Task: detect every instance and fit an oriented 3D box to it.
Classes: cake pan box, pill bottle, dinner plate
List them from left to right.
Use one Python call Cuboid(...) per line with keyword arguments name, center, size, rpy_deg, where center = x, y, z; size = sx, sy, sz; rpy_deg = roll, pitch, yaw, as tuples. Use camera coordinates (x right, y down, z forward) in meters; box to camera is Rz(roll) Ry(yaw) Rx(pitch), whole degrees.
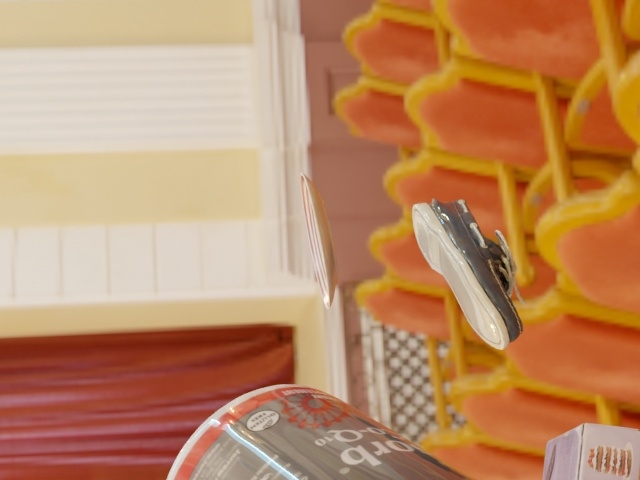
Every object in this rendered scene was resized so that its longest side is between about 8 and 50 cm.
Cuboid(name="dinner plate", center=(0.000, 0.000, 1.240), size=(0.141, 0.017, 0.141), rpy_deg=(170, 90, -84))
Cuboid(name="pill bottle", center=(0.048, 0.258, 0.917), size=(0.363, 0.210, 0.210), rpy_deg=(23, 118, 53))
Cuboid(name="cake pan box", center=(0.271, 0.334, 1.304), size=(0.245, 0.070, 0.266), rpy_deg=(78, -159, -74))

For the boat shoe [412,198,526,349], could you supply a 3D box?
Cuboid(name="boat shoe", center=(0.182, 0.031, 1.432), size=(0.254, 0.079, 0.095), rpy_deg=(-121, 18, -57))
